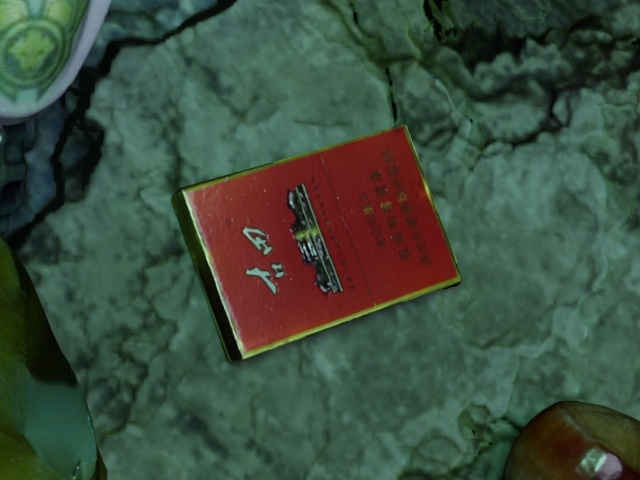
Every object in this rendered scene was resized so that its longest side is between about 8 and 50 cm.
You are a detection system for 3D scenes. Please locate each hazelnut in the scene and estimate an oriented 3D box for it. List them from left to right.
[{"bbox_3d":[0.135,0.123,0.769,0.086,0.086,0.086,4,78,-22],"label":"hazelnut"}]

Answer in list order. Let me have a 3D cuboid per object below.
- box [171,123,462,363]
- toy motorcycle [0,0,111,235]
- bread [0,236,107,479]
[{"bbox_3d":[0.000,0.000,0.762,0.133,0.023,0.090,-17,85,-25],"label":"box"},{"bbox_3d":[-0.168,-0.164,0.632,0.143,0.188,0.327,-10,84,-31],"label":"toy motorcycle"},{"bbox_3d":[-0.155,0.057,0.582,0.088,0.160,0.233,-28,118,10],"label":"bread"}]
